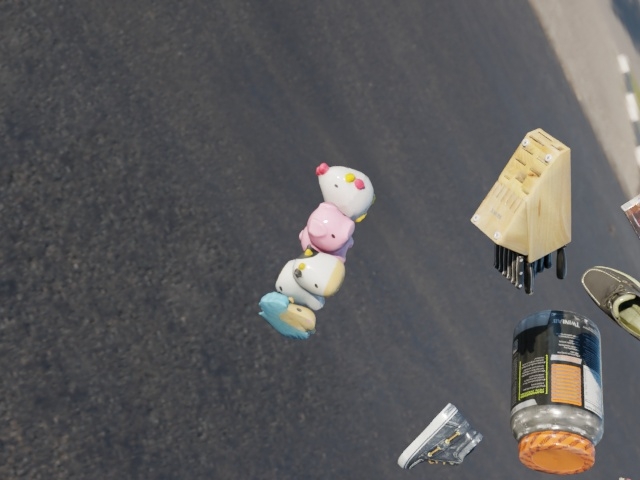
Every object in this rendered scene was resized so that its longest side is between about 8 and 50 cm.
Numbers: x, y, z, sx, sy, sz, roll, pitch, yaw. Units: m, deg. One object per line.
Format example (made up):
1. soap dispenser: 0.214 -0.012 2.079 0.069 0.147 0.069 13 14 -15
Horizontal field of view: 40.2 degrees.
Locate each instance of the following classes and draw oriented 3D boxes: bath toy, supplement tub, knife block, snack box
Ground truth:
1. bath toy: 0.000 0.000 1.550 0.129 0.151 0.348 47 52 -33
2. supplement tub: 0.544 0.349 2.019 0.207 0.207 0.338 46 43 -38
3. knife block: 0.407 -0.039 1.600 0.242 0.276 0.088 17 21 -38
4. snack box: 0.658 -0.019 1.727 0.178 0.064 0.022 50 10 -28

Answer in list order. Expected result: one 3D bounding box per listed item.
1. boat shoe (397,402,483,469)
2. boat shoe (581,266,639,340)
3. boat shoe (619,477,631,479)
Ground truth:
1. boat shoe: 0.203 0.363 1.511 0.083 0.183 0.065 44 43 15
2. boat shoe: 0.543 0.114 1.547 0.073 0.080 0.223 20 21 -45
3. boat shoe: 0.641 0.552 1.882 0.137 0.043 0.049 -23 127 -48
